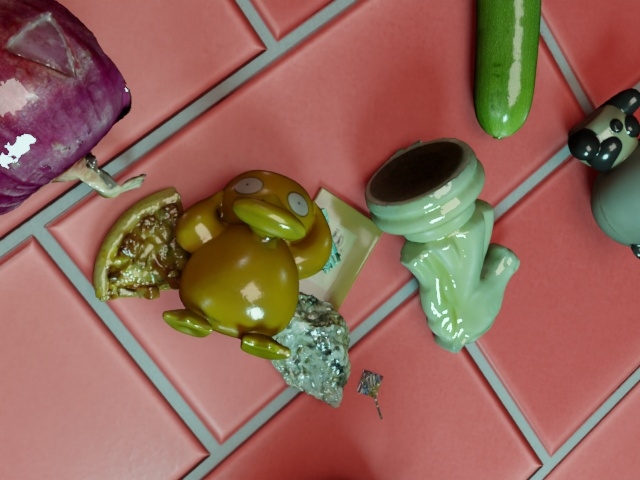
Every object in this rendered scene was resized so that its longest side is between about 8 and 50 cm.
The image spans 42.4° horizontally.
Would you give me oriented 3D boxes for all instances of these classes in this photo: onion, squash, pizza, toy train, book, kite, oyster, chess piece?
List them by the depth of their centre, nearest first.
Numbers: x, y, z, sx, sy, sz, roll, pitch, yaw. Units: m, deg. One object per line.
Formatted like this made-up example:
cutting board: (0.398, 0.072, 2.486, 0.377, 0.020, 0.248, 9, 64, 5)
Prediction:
onion: (-0.361, -0.133, 0.907, 0.272, 0.256, 0.230, 38, 62, 3)
pizza: (-0.214, 0.015, 1.075, 0.134, 0.046, 0.175, 29, 82, -21)
oyster: (-0.013, 0.149, 1.152, 0.177, 0.064, 0.125, 37, 97, -22)
toy train: (0.000, 0.000, 1.158, 0.045, 0.029, 0.092, -26, 101, -28)
book: (0.005, 0.026, 1.183, 0.118, 0.012, 0.172, 34, 81, -20)
chess piece: (0.194, 0.015, 1.201, 0.175, 0.175, 0.298, -37, 119, -16)
kite: (0.074, 0.230, 1.227, 0.044, 0.002, 0.078, 0, 93, -22)
squash: (0.279, -0.341, 1.229, 0.101, 0.101, 0.379, 1, 91, -22)

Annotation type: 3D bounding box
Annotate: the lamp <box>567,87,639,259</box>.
lamp: (0.499, -0.101, 1.293, 0.198, 0.197, 0.244, -44, 99, -14)

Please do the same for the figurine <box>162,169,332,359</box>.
figurine: (-0.091, 0.024, 1.056, 0.215, 0.215, 0.228, 18, 96, -22)
